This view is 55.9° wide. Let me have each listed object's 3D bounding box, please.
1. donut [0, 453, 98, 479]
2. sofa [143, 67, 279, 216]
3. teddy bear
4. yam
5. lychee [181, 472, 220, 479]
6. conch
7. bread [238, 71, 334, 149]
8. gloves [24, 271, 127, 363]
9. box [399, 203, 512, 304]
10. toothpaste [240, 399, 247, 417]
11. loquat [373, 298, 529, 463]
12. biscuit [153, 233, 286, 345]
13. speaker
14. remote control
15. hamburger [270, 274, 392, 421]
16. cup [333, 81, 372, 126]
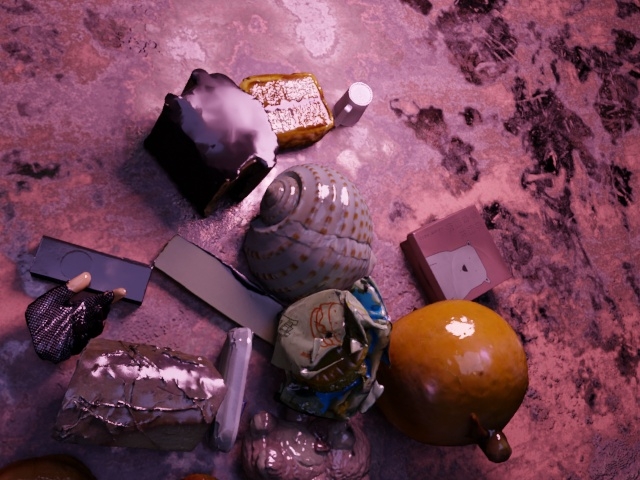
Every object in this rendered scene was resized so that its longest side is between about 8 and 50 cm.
[{"bbox_3d":[-0.480,0.482,1.023,0.226,0.114,0.226,5,74,-19],"label":"donut"},{"bbox_3d":[-0.226,-0.211,1.299,0.258,0.200,0.182,50,52,-1],"label":"sofa"},{"bbox_3d":[-0.023,0.426,1.201,0.267,0.151,0.236,3,40,-16],"label":"teddy bear"},{"bbox_3d":[-0.319,0.286,1.095,0.271,0.202,0.201,19,68,-19],"label":"yam"},{"bbox_3d":[-0.224,0.494,1.122,0.146,0.114,0.114,13,69,-33],"label":"lychee"},{"bbox_3d":[0.002,-0.004,1.315,0.319,0.215,0.303,29,76,-11],"label":"conch"},{"bbox_3d":[-0.088,-0.310,1.431,0.222,0.096,0.181,-14,83,-25],"label":"bread"},{"bbox_3d":[-0.445,0.142,1.132,0.181,0.106,0.129,-21,49,-10],"label":"gloves"},{"bbox_3d":[0.333,0.046,1.498,0.215,0.086,0.215,-24,84,-27],"label":"box"},{"bbox_3d":[-0.173,0.366,1.238,0.024,0.015,0.083,22,62,-13],"label":"toothpaste"},{"bbox_3d":[0.283,0.293,1.259,0.328,0.328,0.359,-12,50,-25],"label":"loquat"},{"bbox_3d":[-0.201,0.108,1.290,0.322,0.038,0.099,35,68,-10],"label":"biscuit"},{"bbox_3d":[-0.451,0.060,1.198,0.218,0.044,0.082,19,68,-16],"label":"speaker"},{"bbox_3d":[-0.180,0.294,1.205,0.052,0.104,0.247,15,69,-18],"label":"remote control"},{"bbox_3d":[0.010,0.206,1.177,0.260,0.150,0.276,-8,63,19],"label":"hamburger"},{"bbox_3d":[0.072,-0.328,1.492,0.074,0.116,0.104,43,71,-3],"label":"cup"}]
